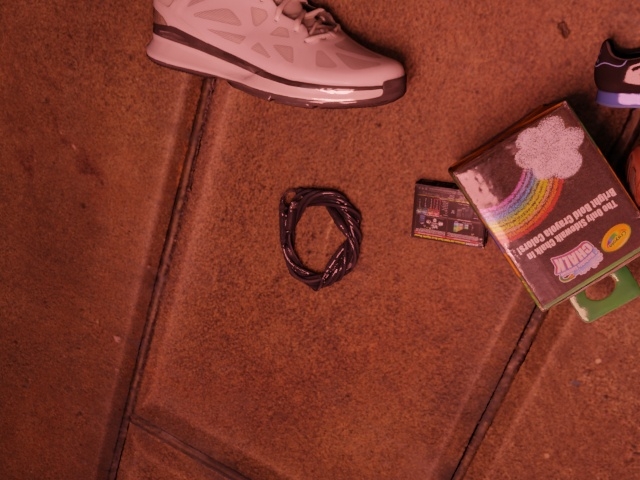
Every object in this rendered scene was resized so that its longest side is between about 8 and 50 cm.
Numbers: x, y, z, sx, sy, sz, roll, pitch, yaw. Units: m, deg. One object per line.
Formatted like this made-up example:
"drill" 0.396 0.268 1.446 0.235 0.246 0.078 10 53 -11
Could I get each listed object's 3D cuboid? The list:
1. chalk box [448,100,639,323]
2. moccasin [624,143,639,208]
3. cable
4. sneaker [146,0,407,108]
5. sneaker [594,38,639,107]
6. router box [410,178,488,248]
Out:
"chalk box" 0.332 -0.027 1.095 0.180 0.179 0.289 -33 94 11
"moccasin" 0.590 -0.078 0.979 0.380 0.147 0.139 4 115 5
"cable" 0.000 0.000 1.347 0.150 0.047 0.185 4 107 17
"sneaker" -0.069 -0.358 1.176 0.447 0.169 0.258 18 116 19
"sneaker" 0.485 -0.226 1.035 0.232 0.081 0.090 4 116 23
"router box" 0.209 -0.043 1.241 0.122 0.038 0.092 10 110 20
